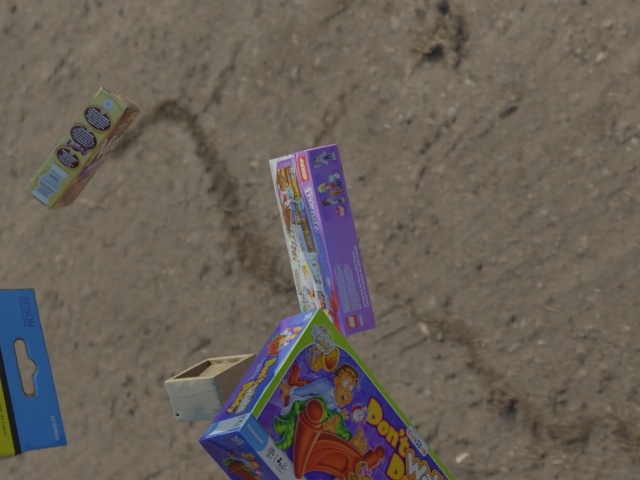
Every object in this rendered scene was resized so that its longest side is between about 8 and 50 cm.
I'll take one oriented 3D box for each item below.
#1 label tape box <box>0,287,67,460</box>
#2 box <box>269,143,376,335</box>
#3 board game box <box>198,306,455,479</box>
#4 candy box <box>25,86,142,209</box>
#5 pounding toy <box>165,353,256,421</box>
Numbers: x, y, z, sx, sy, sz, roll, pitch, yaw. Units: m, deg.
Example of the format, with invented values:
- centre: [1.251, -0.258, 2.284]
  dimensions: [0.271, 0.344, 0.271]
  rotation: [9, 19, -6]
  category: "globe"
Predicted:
- centre: [-0.524, 0.190, 1.430]
  dimensions: [0.106, 0.333, 0.241]
  rotation: [-30, 68, 38]
  category: "label tape box"
- centre: [0.000, 0.000, 1.752]
  dimensions: [0.201, 0.057, 0.293]
  rotation: [180, 77, -71]
  category: "box"
- centre: [0.026, 0.293, 1.408]
  dimensions: [0.078, 0.347, 0.233]
  rotation: [-23, 23, 40]
  category: "board game box"
- centre: [-0.343, -0.134, 1.591]
  dimensions: [0.187, 0.053, 0.109]
  rotation: [-54, 1, 5]
  category: "candy box"
- centre: [-0.149, 0.247, 1.775]
  dimensions: [0.130, 0.141, 0.100]
  rotation: [-10, 99, 37]
  category: "pounding toy"
